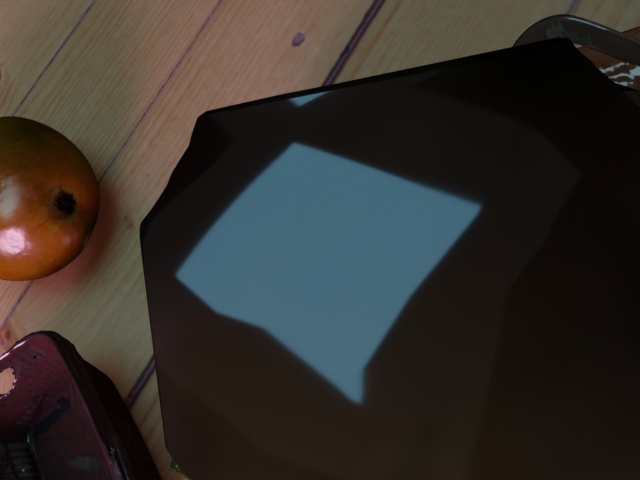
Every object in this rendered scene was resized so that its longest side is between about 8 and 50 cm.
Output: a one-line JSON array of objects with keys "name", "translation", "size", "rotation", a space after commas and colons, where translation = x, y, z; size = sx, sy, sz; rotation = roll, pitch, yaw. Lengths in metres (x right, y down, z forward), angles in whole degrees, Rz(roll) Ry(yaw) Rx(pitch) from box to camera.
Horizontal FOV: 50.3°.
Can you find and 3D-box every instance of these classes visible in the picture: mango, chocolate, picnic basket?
[{"name": "mango", "translation": [-0.429, -0.067, 0.945], "size": [0.317, 0.173, 0.211], "rotation": [28, 86, 41]}, {"name": "chocolate", "translation": [0.067, 0.068, 0.513], "size": [0.314, 0.297, 0.326], "rotation": [-12, 84, 4]}, {"name": "picnic basket", "translation": [-0.289, 0.269, 0.765], "size": [0.222, 0.129, 0.297], "rotation": [-40, 59, 3]}]

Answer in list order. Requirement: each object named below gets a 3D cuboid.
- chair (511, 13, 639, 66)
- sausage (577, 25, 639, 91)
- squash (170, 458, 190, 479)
[{"name": "chair", "translation": [0.312, -0.080, 0.585], "size": [0.326, 0.183, 0.176], "rotation": [17, 105, 6]}, {"name": "sausage", "translation": [0.361, -0.169, 0.710], "size": [0.304, 0.121, 0.121], "rotation": [-17, 63, 16]}, {"name": "squash", "translation": [0.020, 0.248, 0.675], "size": [0.378, 0.101, 0.101], "rotation": [2, 69, 23]}]
